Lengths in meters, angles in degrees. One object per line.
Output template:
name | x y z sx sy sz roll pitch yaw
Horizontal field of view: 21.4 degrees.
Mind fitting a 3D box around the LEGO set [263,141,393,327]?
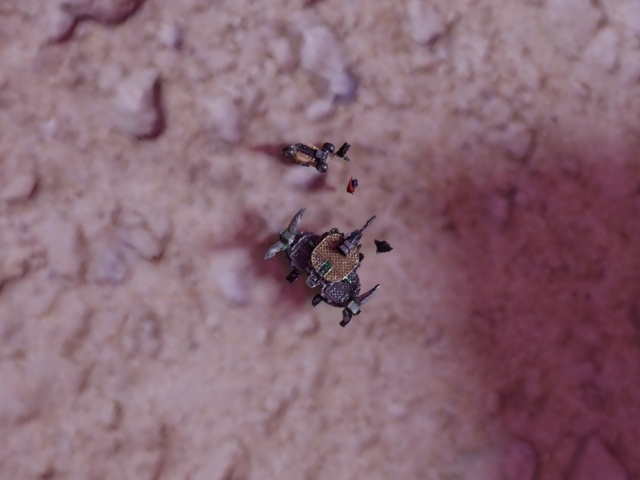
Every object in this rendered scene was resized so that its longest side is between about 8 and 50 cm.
LEGO set | 0.002 -0.001 0.713 0.054 0.023 0.083 15 64 -14
